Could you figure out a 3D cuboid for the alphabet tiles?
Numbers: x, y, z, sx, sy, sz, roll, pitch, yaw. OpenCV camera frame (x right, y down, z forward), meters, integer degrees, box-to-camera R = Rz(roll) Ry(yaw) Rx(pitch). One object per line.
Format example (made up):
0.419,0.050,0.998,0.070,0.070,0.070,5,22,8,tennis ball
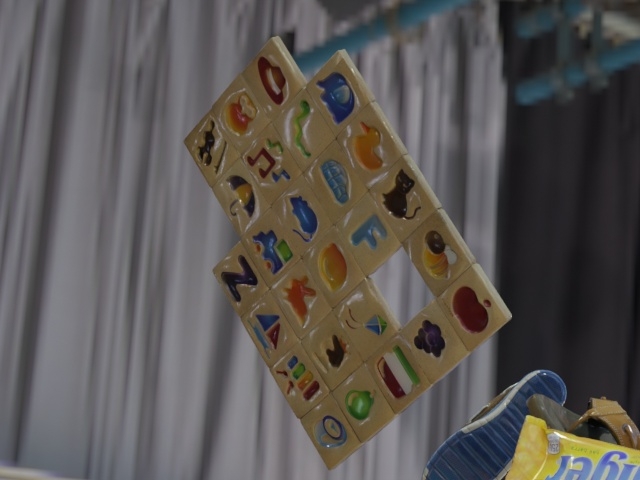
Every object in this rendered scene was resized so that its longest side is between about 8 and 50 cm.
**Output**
0.000,0.000,1.236,0.009,0.237,0.198,-16,-21,-44,alphabet tiles

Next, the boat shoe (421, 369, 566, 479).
0.178,0.207,2.034,0.183,0.066,0.066,-37,0,-10,boat shoe

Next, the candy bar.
0.172,0.121,0.956,0.161,0.040,0.018,11,-22,18,candy bar

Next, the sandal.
0.265,0.179,1.753,0.219,0.090,0.060,28,-70,-33,sandal
